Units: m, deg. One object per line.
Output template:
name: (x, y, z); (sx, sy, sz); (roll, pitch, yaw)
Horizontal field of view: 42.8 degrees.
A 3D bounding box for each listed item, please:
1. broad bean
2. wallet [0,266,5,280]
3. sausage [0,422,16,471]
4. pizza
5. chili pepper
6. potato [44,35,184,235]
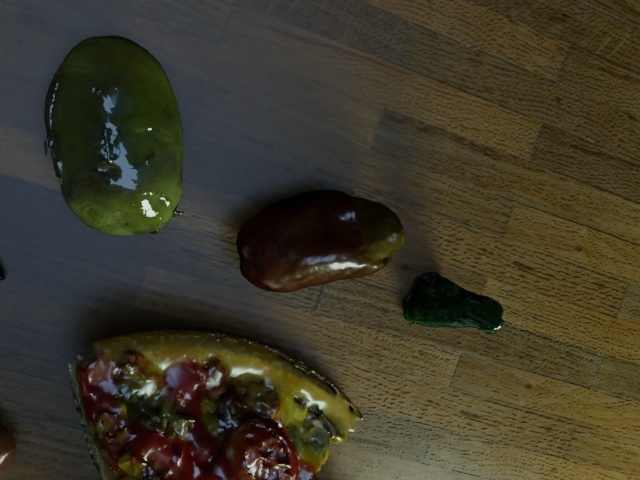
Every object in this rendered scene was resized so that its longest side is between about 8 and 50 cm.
broad bean: (0.000, -0.002, 1.098); (0.228, 0.156, 0.122); (-14, 107, -7)
wallet: (-0.537, 0.042, 1.012); (0.243, 0.039, 0.133); (-25, 114, -9)
sausage: (-0.476, 0.230, 1.047); (0.077, 0.077, 0.194); (-44, 108, -5)
pizza: (-0.124, 0.325, 1.038); (0.440, 0.130, 0.406); (19, 68, -33)
chili pepper: (0.190, 0.099, 1.132); (0.059, 0.227, 0.088); (32, 86, -18)
potato: (-0.254, -0.127, 1.010); (0.169, 0.143, 0.248); (-7, 101, -22)
